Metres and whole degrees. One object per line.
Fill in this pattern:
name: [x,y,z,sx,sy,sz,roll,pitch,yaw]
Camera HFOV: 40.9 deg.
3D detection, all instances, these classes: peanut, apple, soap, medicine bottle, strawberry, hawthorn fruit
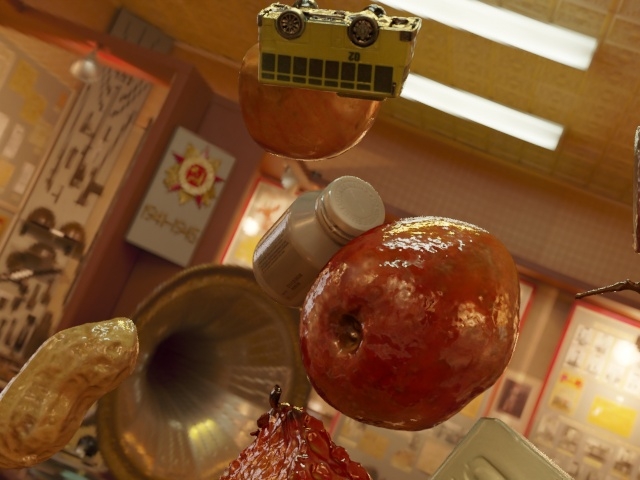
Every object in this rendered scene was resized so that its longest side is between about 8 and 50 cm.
peanut: [-0.420,0.244,1.392,0.140,0.325,0.153,41,12,-30]
apple: [-0.030,-0.336,1.977,0.314,0.252,0.309,-26,-22,16]
soap: [0.162,0.293,0.901,0.119,0.198,0.066,40,1,25]
medicine bottle: [0.000,0.000,1.249,0.135,0.135,0.215,26,-40,-17]
strawberry: [-0.016,0.287,0.856,0.178,0.234,0.234,29,-8,-15]
hawthorn fruit: [0.112,0.106,1.065,0.284,0.284,0.284,23,-7,3]

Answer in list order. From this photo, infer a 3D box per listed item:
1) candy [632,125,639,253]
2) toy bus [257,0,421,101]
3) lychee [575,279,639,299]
candy: [0.249,-0.038,0.620,0.043,0.103,0.103,0,-15,18]
toy bus: [0.021,-0.215,0.971,0.175,0.101,0.088,9,25,9]
lychee: [0.279,0.081,0.615,0.140,0.114,0.101,54,12,-12]
